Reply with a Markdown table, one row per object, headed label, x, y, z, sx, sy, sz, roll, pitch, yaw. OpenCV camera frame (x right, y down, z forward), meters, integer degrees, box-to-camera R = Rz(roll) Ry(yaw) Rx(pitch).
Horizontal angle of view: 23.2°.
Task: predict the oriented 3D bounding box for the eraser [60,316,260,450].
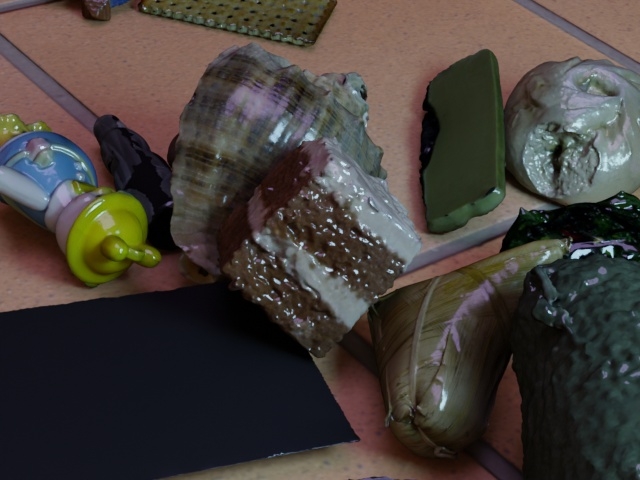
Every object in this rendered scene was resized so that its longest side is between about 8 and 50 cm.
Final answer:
| label | x | y | z | sx | sy | sz | roll | pitch | yaw |
| --- | --- | --- | --- | --- | --- | --- | --- | --- | --- |
| eraser | -0.137 | 0.128 | 1.355 | 0.104 | 0.023 | 0.150 | 28 | 40 | 27 |

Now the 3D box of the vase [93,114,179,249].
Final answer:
| label | x | y | z | sx | sy | sz | roll | pitch | yaw |
| --- | --- | --- | --- | --- | --- | --- | --- | --- | --- |
| vase | -0.186 | -0.070 | 1.595 | 0.060 | 0.060 | 0.211 | -11 | 38 | -24 |

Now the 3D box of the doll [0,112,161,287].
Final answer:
| label | x | y | z | sx | sy | sz | roll | pitch | yaw |
| --- | --- | --- | --- | --- | --- | --- | --- | --- | --- |
| doll | -0.242 | -0.036 | 1.509 | 0.099 | 0.135 | 0.241 | -42 | 52 | -14 |

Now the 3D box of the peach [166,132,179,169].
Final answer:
| label | x | y | z | sx | sy | sz | roll | pitch | yaw |
| --- | --- | --- | --- | --- | --- | --- | --- | --- | --- |
| peach | -0.116 | -0.087 | 1.616 | 0.083 | 0.083 | 0.083 | 5 | 35 | -4 |

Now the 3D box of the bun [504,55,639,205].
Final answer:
| label | x | y | z | sx | sy | sz | roll | pitch | yaw |
| --- | --- | --- | --- | --- | --- | --- | --- | --- | --- |
| bun | 0.285 | -0.126 | 1.708 | 0.178 | 0.128 | 0.193 | 18 | 38 | 13 |

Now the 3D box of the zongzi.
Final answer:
| label | x | y | z | sx | sy | sz | roll | pitch | yaw |
| --- | --- | --- | --- | --- | --- | --- | --- | --- | --- |
| zongzi | 0.140 | 0.086 | 1.348 | 0.197 | 0.099 | 0.194 | -26 | 34 | 16 |

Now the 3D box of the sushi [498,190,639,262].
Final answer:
| label | x | y | z | sx | sy | sz | roll | pitch | yaw |
| --- | --- | --- | --- | --- | --- | --- | --- | --- | --- |
| sushi | 0.276 | 0.033 | 1.479 | 0.225 | 0.127 | 0.124 | 0 | 35 | -14 |

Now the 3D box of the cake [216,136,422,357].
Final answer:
| label | x | y | z | sx | sy | sz | roll | pitch | yaw |
| --- | --- | --- | --- | --- | --- | --- | --- | --- | --- |
| cake | 0.000 | 0.000 | 1.397 | 0.135 | 0.147 | 0.134 | 43 | 13 | -18 |

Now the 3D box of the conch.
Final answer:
| label | x | y | z | sx | sy | sz | roll | pitch | yaw |
| --- | --- | --- | --- | --- | --- | --- | --- | --- | --- |
| conch | -0.025 | -0.078 | 1.526 | 0.159 | 0.210 | 0.291 | 9 | 49 | 22 |

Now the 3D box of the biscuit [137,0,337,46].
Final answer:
| label | x | y | z | sx | sy | sz | roll | pitch | yaw |
| --- | --- | --- | --- | --- | --- | --- | --- | --- | --- |
| biscuit | -0.104 | -0.296 | 1.973 | 0.231 | 0.016 | 0.139 | 13 | 35 | 8 |

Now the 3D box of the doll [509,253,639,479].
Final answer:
| label | x | y | z | sx | sy | sz | roll | pitch | yaw |
| --- | --- | --- | --- | --- | --- | --- | --- | --- | --- |
| doll | 0.265 | 0.159 | 1.218 | 0.247 | 0.247 | 0.349 | -4 | 42 | -16 |

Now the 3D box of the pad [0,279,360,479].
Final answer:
| label | x | y | z | sx | sy | sz | roll | pitch | yaw |
| --- | --- | --- | --- | --- | --- | --- | --- | --- | --- |
| pad | -0.179 | 0.123 | 1.328 | 0.367 | 0.007 | 0.247 | -8 | 36 | -21 |

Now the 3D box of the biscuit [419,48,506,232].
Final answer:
| label | x | y | z | sx | sy | sz | roll | pitch | yaw |
| --- | --- | --- | --- | --- | --- | --- | --- | --- | --- |
| biscuit | 0.158 | -0.113 | 1.716 | 0.099 | 0.038 | 0.322 | -26 | 28 | 20 |

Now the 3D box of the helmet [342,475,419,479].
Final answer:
| label | x | y | z | sx | sy | sz | roll | pitch | yaw |
| --- | --- | --- | --- | --- | --- | --- | --- | --- | --- |
| helmet | 0.066 | 0.290 | 1.044 | 0.230 | 0.160 | 0.279 | -10 | 27 | -21 |

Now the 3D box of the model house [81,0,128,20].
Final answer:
| label | x | y | z | sx | sy | sz | roll | pitch | yaw |
| --- | --- | --- | --- | --- | --- | --- | --- | --- | --- |
| model house | -0.283 | -0.342 | 1.932 | 0.148 | 0.119 | 0.149 | 7 | 43 | -1 |
